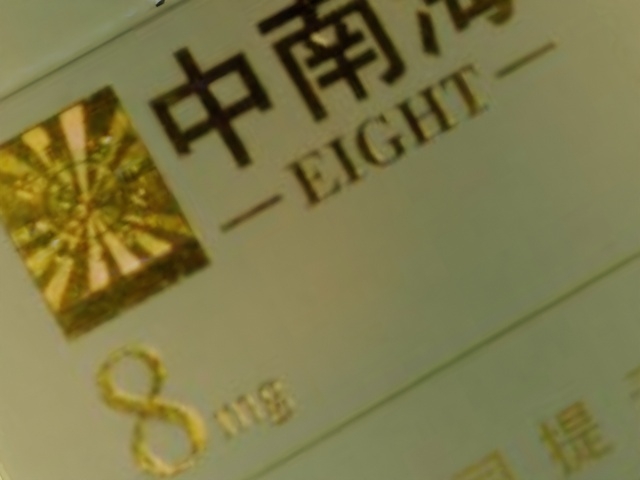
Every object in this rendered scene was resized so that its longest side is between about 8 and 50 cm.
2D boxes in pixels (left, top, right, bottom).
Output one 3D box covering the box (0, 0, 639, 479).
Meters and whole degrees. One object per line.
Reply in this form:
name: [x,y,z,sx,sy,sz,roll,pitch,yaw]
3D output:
box: [0.000,0.000,0.381,0.155,0.067,0.243,-30,85,-9]
